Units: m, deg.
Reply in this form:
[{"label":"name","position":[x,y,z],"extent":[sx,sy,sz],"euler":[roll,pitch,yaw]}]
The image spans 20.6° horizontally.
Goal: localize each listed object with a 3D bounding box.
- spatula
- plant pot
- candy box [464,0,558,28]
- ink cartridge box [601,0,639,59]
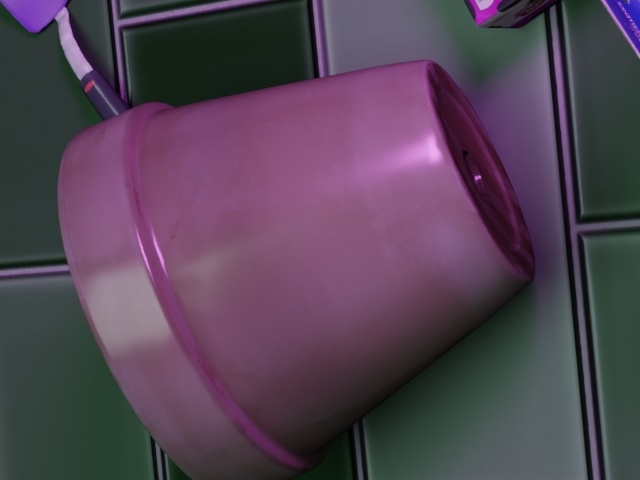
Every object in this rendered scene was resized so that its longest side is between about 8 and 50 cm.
[{"label":"spatula","position":[-0.223,-0.170,1.641],"extent":[0.084,0.030,0.296],"euler":[-44,71,30]},{"label":"plant pot","position":[0.000,0.000,1.369],"extent":[0.280,0.323,0.323],"euler":[-26,79,16]},{"label":"candy box","position":[0.144,-0.303,1.359],"extent":[0.159,0.071,0.233],"euler":[-34,75,32]},{"label":"ink cartridge box","position":[0.263,-0.186,1.131],"extent":[0.065,0.333,0.165],"euler":[-39,74,33]}]
